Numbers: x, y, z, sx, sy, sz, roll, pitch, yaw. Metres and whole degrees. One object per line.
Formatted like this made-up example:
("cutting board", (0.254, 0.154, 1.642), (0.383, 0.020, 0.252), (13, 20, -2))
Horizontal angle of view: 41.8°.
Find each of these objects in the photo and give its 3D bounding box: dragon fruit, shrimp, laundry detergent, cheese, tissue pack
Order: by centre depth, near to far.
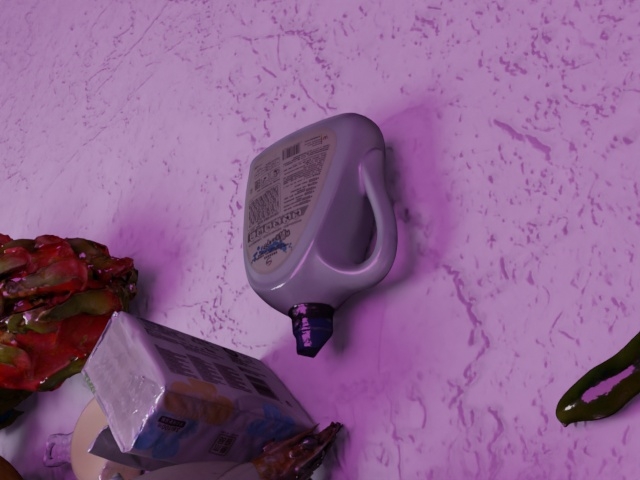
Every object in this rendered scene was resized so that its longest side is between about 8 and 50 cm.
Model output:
("shrimp", (-0.064, 0.333, 0.928), (0.296, 0.169, 0.058), (-37, 12, -13))
("tissue pack", (-0.153, 0.205, 0.974), (0.145, 0.229, 0.159), (-56, 43, 7))
("laundry detergent", (0.000, 0.000, 1.021), (0.215, 0.105, 0.280), (-24, 54, 31))
("cheese", (-0.315, 0.274, 1.207), (0.249, 0.071, 0.163), (7, 75, 45))
("dragon fruit", (-0.423, 0.099, 1.264), (0.303, 0.237, 0.231), (-12, 41, 2))

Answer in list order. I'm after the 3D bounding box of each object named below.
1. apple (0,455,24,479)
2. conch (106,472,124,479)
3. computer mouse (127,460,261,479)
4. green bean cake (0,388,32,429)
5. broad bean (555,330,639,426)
("apple", (-0.579, 0.467, 1.147), (0.400, 0.333, 0.400), (-3, 84, 26))
("conch", (-0.265, 0.475, 0.966), (0.249, 0.197, 0.368), (-25, 31, 41))
("computer mouse", (-0.224, 0.354, 0.764), (0.145, 0.228, 0.429), (38, 78, 11))
("green bean cake", (-0.627, 0.202, 1.425), (0.202, 0.285, 0.310), (-31, 75, 6))
("broad bean", (0.297, 0.086, 0.756), (0.069, 0.039, 0.227), (38, 97, 39))
